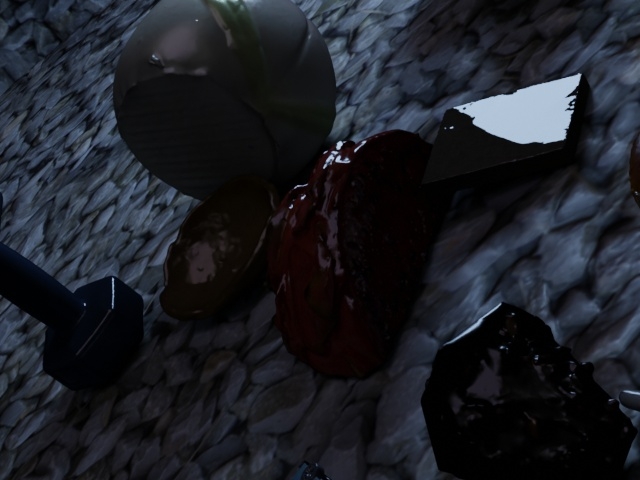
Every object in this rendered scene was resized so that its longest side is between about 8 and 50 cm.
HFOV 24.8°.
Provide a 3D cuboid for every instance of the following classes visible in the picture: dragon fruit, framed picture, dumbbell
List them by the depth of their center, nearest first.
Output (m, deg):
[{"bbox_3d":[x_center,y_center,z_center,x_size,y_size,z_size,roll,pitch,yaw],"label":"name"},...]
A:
[{"bbox_3d":[0.197,-0.112,1.546,0.168,0.023,0.128,-13,37,32],"label":"framed picture"},{"bbox_3d":[0.000,0.000,1.570,0.205,0.152,0.317,-25,31,40],"label":"dragon fruit"},{"bbox_3d":[-0.379,0.057,1.865,0.144,0.325,0.160,-41,30,18],"label":"dumbbell"}]

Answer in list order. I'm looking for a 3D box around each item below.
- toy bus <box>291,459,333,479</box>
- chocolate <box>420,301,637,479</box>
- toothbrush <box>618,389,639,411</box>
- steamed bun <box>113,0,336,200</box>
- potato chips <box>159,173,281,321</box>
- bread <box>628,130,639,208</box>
[{"bbox_3d":[0.004,0.252,1.279,0.075,0.060,0.123,-51,22,-2],"label":"toy bus"},{"bbox_3d":[0.178,0.139,1.116,0.133,0.156,0.156,21,68,45],"label":"chocolate"},{"bbox_3d":[0.316,0.129,1.024,0.288,0.024,0.026,2,66,57],"label":"toothbrush"},{"bbox_3d":[-0.113,-0.221,1.922,0.309,0.309,0.309,-36,26,21],"label":"steamed bun"},{"bbox_3d":[-0.115,0.017,1.818,0.195,0.062,0.208,28,88,54],"label":"potato chips"},{"bbox_3d":[0.348,-0.072,1.186,0.199,0.104,0.199,-35,25,19],"label":"bread"}]
